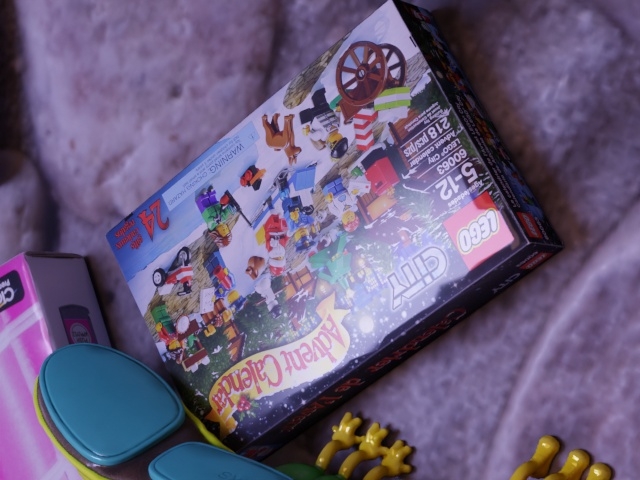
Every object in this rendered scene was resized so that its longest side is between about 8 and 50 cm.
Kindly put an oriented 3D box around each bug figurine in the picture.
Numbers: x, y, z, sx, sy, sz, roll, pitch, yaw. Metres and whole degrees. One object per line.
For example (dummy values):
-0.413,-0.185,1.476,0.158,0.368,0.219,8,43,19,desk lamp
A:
0.038,0.222,0.898,0.216,0.072,0.279,22,99,33,bug figurine

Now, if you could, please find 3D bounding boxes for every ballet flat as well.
-0.084,0.133,0.935,0.231,0.077,0.077,27,132,45,ballet flat

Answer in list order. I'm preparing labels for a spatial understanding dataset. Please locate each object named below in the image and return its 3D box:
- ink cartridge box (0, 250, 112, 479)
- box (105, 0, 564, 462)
-0.171,0.208,1.046,0.176,0.069,0.371,-28,74,29,ink cartridge box
0.000,0.000,0.955,0.233,0.044,0.159,-38,67,26,box
